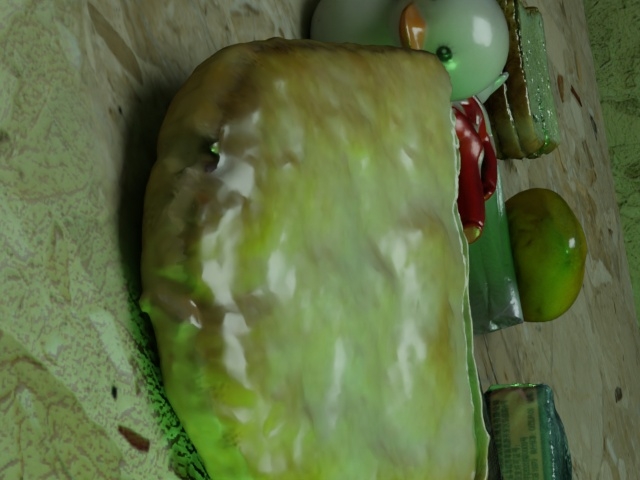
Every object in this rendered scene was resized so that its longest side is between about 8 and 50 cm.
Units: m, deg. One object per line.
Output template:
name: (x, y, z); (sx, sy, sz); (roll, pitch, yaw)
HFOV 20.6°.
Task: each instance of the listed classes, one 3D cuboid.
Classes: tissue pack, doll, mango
tissue pack: (0.261, 0.361, 2.150); (0.228, 0.103, 0.316); (66, 20, -60)
doll: (0.108, -0.204, 1.897); (0.251, 0.221, 0.221); (20, 60, -70)
mango: (0.289, 0.019, 2.346); (0.317, 0.119, 0.177); (115, -31, -76)
doll: (0.166, -0.144, 2.230); (0.188, 0.099, 0.384); (53, 28, -17)

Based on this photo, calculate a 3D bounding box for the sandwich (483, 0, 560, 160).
sandwich: (0.294, -0.245, 2.703); (0.273, 0.095, 0.249); (-9, 90, -74)

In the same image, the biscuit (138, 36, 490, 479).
biscuit: (-0.001, 0.044, 1.470); (0.446, 0.104, 0.429); (-5, 88, -56)

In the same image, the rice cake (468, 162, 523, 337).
rice cake: (0.213, 0.012, 2.294); (0.042, 0.080, 0.222); (19, 60, -67)

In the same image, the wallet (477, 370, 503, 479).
wallet: (0.084, 0.243, 1.645); (0.317, 0.044, 0.169); (-38, 119, -50)
